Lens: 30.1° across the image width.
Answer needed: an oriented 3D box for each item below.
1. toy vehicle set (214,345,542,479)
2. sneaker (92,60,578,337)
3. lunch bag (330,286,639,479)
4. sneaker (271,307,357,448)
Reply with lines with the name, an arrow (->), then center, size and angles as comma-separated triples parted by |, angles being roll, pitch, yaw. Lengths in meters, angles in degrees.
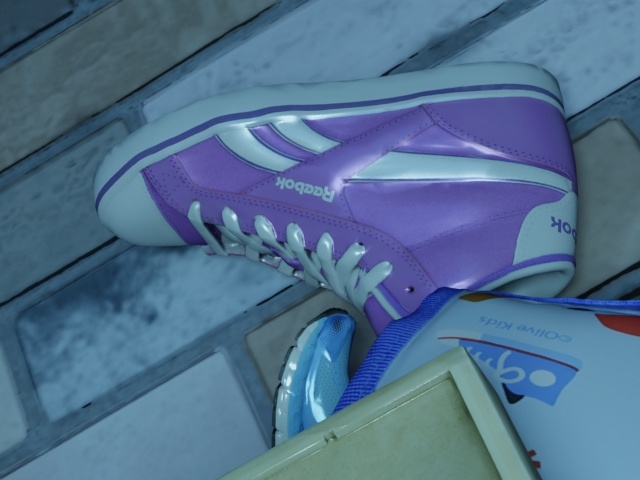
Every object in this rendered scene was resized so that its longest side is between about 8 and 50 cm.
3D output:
toy vehicle set -> 0.016, 0.166, 0.308 | 0.166, 0.035, 0.267 | -29, 42, 7
sneaker -> 0.000, 0.000, 0.656 | 0.282, 0.102, 0.161 | -10, 64, 17
lunch bag -> 0.135, 0.201, 0.408 | 0.328, 0.239, 0.385 | 7, 58, 27
sneaker -> 0.014, 0.115, 0.606 | 0.073, 0.063, 0.162 | -1, 87, 6
